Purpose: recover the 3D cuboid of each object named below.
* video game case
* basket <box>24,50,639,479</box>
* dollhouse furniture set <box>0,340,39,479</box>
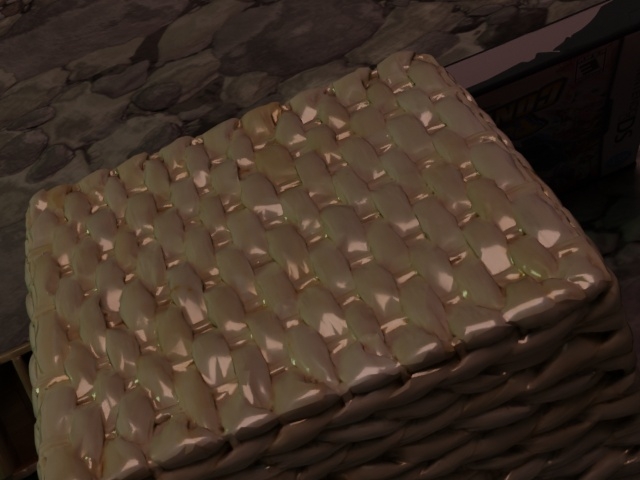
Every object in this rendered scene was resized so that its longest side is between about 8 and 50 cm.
[{"bbox_3d":[0.137,-0.075,0.949,0.274,0.248,0.035,-23,66,-1],"label":"video game case"},{"bbox_3d":[0.005,0.098,0.736,0.328,0.266,0.331,-21,35,-1],"label":"basket"},{"bbox_3d":[-0.248,0.150,0.861,0.161,0.212,0.242,-24,6,-2],"label":"dollhouse furniture set"}]
